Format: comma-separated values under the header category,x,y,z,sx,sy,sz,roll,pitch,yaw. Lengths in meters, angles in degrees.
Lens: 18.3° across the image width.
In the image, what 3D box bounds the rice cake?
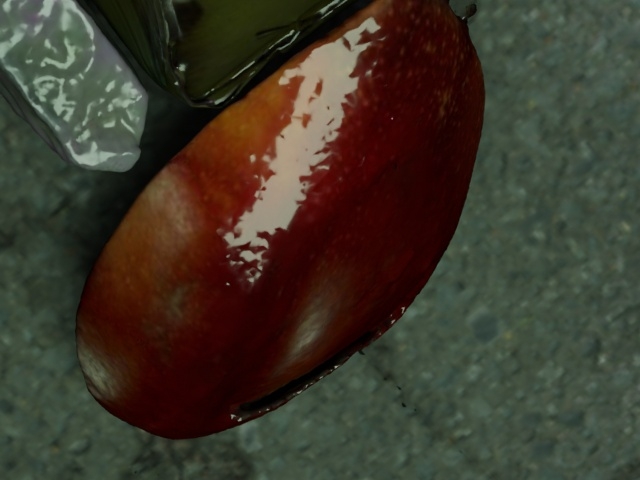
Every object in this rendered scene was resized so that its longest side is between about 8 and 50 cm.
category,x,y,z,sx,sy,sz,roll,pitch,yaw
rice cake,-0.168,-0.154,0.781,0.050,0.106,0.298,-39,118,-7

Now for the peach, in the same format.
category,x,y,z,sx,sy,sz,roll,pitch,yaw
peach,0.001,0.004,0.866,0.189,0.068,0.279,-12,146,-38

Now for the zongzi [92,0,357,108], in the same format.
category,x,y,z,sx,sy,sz,roll,pitch,yaw
zongzi,-0.004,-0.221,0.778,0.289,0.123,0.260,-31,120,3
